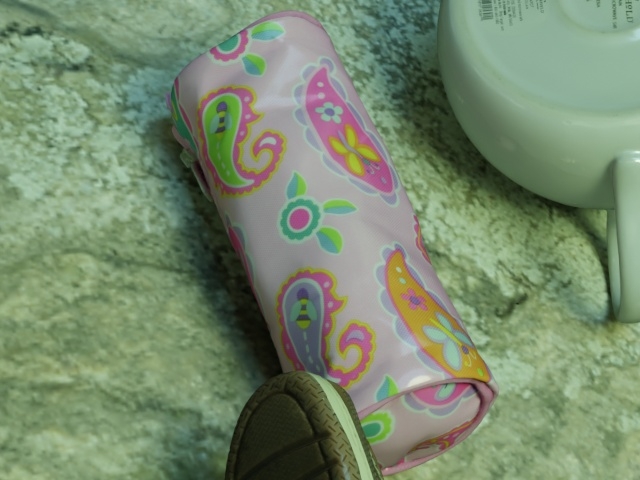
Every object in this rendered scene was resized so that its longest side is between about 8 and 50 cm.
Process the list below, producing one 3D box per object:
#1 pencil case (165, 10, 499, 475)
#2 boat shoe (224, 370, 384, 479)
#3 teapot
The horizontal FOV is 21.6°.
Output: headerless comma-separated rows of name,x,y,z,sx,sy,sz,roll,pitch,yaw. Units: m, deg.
pencil case,0.000,0.000,1.002,0.124,0.124,0.284,-5,57,-32
boat shoe,0.017,0.196,0.864,0.095,0.095,0.258,15,60,-50
teapot,0.202,-0.109,1.162,0.252,0.187,0.256,37,70,28
